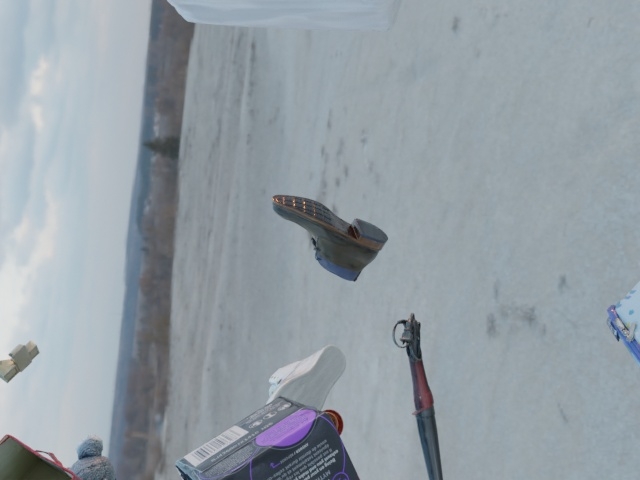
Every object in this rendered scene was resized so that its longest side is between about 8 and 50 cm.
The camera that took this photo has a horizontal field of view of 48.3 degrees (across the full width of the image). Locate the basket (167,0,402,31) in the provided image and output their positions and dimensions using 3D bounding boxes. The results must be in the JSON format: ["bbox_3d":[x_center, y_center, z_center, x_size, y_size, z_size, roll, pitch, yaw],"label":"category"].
[{"bbox_3d":[-0.010,-0.193,0.320,0.103,0.113,0.167,71,-152,-65],"label":"basket"}]

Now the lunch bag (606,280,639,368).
[{"bbox_3d":[0.480,0.157,0.917,0.090,0.219,0.176,-47,27,21],"label":"lunch bag"}]

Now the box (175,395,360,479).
[{"bbox_3d":[-0.029,0.346,0.839,0.270,0.165,0.143,66,157,-6],"label":"box"}]

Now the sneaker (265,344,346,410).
[{"bbox_3d":[-0.071,0.362,1.650,0.169,0.292,0.108,-32,93,39],"label":"sneaker"}]

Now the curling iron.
[{"bbox_3d":[0.145,0.243,1.046,0.068,0.035,0.274,-5,-94,-63],"label":"curling iron"}]

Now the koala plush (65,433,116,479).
[{"bbox_3d":[-0.568,0.589,1.694,0.221,0.203,0.196,-43,49,24],"label":"koala plush"}]

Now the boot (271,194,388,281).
[{"bbox_3d":[0.000,0.000,1.248,0.082,0.219,0.106,-98,32,-61],"label":"boot"}]

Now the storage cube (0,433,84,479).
[{"bbox_3d":[-0.588,0.537,1.440,0.215,0.183,0.193,-59,-18,-25],"label":"storage cube"}]

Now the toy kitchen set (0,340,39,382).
[{"bbox_3d":[-0.608,0.214,1.387,0.083,0.075,0.068,-49,-17,-34],"label":"toy kitchen set"}]

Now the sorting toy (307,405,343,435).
[{"bbox_3d":[-0.016,0.285,1.101,0.042,0.101,0.061,38,-144,-60],"label":"sorting toy"}]
